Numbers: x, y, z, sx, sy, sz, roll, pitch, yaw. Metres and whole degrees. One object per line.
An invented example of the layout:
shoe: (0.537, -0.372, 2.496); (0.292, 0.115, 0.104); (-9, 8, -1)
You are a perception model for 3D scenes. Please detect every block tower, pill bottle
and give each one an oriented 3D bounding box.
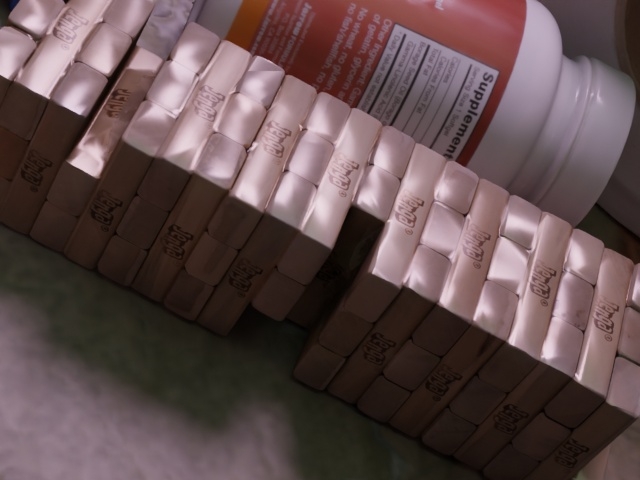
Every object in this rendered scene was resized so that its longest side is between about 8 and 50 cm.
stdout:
block tower: (0.000, 0.000, 0.749); (0.335, 0.097, 0.091); (29, 47, -6)
pill bottle: (0.042, -0.085, 0.821); (0.216, 0.121, 0.121); (23, 47, -11)

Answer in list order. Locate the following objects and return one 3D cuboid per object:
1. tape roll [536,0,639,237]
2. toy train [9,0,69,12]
tape roll: (0.240, -0.116, 0.841); (0.286, 0.286, 0.100); (42, 46, 8)
toy train: (-0.187, -0.152, 0.817); (0.158, 0.027, 0.036); (28, 50, -5)
